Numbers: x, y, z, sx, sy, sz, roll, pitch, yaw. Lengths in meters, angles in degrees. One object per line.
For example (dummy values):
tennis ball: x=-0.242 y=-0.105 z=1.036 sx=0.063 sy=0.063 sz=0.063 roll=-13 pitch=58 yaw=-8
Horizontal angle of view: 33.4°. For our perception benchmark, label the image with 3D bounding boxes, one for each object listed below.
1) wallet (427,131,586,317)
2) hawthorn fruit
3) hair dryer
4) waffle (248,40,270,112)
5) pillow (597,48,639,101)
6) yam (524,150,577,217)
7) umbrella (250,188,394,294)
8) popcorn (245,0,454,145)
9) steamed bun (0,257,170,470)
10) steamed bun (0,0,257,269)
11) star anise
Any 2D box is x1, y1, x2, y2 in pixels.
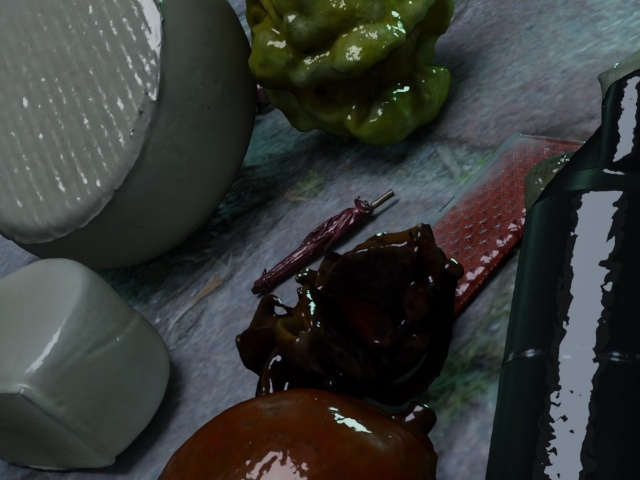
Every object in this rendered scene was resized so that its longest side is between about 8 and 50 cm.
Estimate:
wallet: x=0.134 y=-0.016 z=0.884 sx=0.196 sy=0.020 sz=0.103 roll=-46 pitch=29 yaw=-15
hawthorn fruit: x=-0.006 y=0.162 z=0.632 sx=0.188 sy=0.169 sz=0.169 roll=-47 pitch=29 yaw=0
hair dryer: x=0.247 y=0.037 z=0.550 sx=0.302 sy=0.116 sz=0.244 roll=3 pitch=71 yaw=28
waffle: x=-0.152 y=-0.178 z=1.403 sx=0.234 sy=0.055 sz=0.221 roll=-36 pitch=28 yaw=5
pillow: x=0.301 y=-0.128 z=0.773 sx=0.134 sy=0.078 sz=0.181 roll=-29 pitch=20 yaw=-31
yam: x=0.232 y=-0.038 z=0.749 sx=0.179 sy=0.078 sz=0.078 roll=-12 pitch=38 yaw=39
umbrella: x=0.000 y=0.000 z=1.009 sx=0.165 sy=0.025 sz=0.027 roll=-37 pitch=46 yaw=7
popcorn: x=0.016 y=-0.232 z=1.091 sx=0.235 sy=0.250 sz=0.242 roll=-43 pitch=30 yaw=-26
steamed bun: x=-0.252 y=0.113 z=1.001 sx=0.242 sy=0.146 sz=0.164 roll=-11 pitch=42 yaw=43
steamed bun: x=-0.222 y=-0.146 z=1.204 sx=0.374 sy=0.241 sz=0.374 roll=-10 pitch=73 yaw=36
star anise: x=0.016 y=0.076 z=0.774 sx=0.190 sy=0.126 sz=0.220 roll=-30 pitch=6 yaw=1
